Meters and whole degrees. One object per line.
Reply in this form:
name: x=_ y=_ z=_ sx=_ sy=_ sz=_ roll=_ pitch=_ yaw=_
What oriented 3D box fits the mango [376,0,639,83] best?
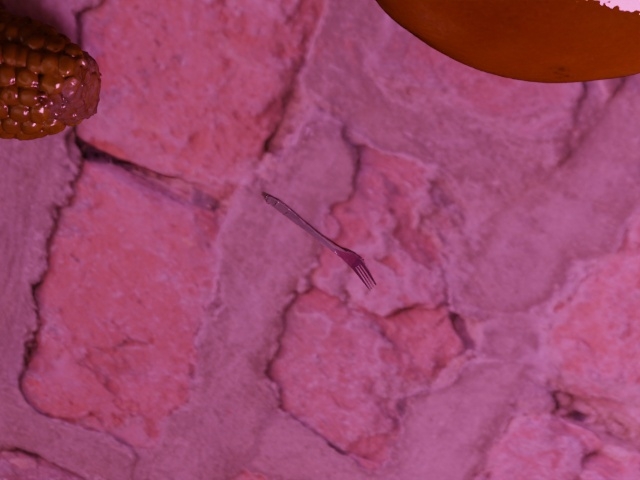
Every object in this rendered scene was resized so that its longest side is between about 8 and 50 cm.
mango: x=0.129 y=-0.182 z=1.083 sx=0.254 sy=0.139 sz=0.175 roll=30 pitch=140 yaw=-13

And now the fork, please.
fork: x=0.001 y=-0.001 z=1.378 sx=0.115 sy=0.012 sz=0.016 roll=39 pitch=128 yaw=-6

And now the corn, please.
corn: x=-0.327 y=-0.139 z=1.319 sx=0.322 sy=0.119 sz=0.119 roll=10 pitch=132 yaw=13
